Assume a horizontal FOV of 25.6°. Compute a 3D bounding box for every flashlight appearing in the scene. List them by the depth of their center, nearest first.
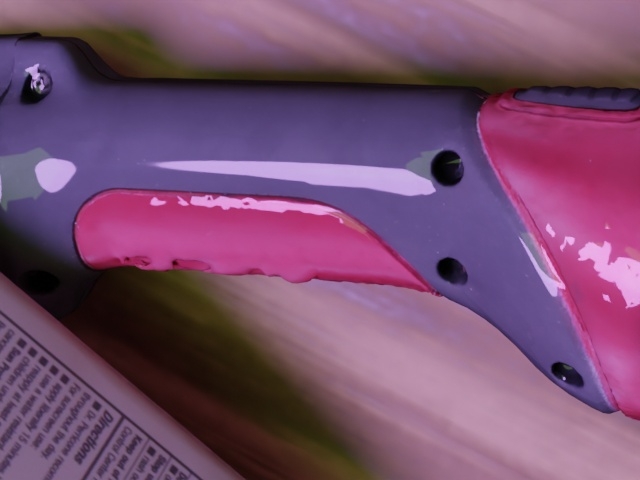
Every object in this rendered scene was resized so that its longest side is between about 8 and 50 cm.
[{"bbox_3d":[0.000,0.000,0.428,0.304,0.103,0.103,2,58,18],"label":"flashlight"}]

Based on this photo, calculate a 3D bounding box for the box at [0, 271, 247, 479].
[{"bbox_3d":[-0.131,0.098,0.407,0.232,0.148,0.127,43,135,-13],"label":"box"}]
